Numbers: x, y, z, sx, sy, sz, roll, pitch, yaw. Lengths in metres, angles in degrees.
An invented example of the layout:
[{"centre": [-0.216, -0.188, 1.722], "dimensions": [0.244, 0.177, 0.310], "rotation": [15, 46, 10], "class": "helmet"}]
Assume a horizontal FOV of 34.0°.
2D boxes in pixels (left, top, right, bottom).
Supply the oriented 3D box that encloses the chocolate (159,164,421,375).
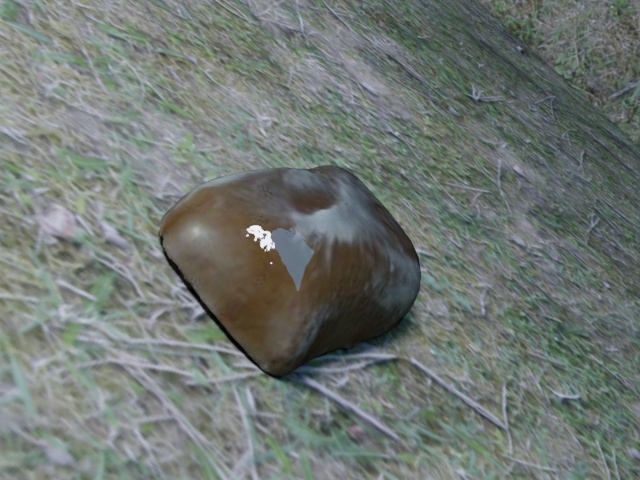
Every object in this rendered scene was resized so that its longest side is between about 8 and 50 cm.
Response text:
[{"centre": [0.000, -0.002, 0.795], "dimensions": [0.157, 0.080, 0.254], "rotation": [49, 26, 15], "class": "chocolate"}]
